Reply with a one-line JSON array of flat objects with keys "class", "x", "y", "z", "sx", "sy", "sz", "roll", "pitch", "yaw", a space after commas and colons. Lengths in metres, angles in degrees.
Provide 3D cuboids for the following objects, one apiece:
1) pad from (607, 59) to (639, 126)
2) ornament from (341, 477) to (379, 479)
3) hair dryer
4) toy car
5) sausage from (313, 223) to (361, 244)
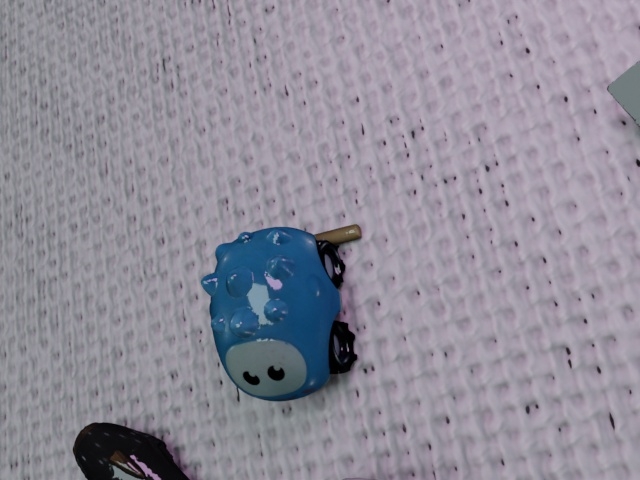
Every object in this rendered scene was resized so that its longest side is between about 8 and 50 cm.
[{"class": "pad", "x": 0.475, "y": -0.139, "z": 0.861, "sx": 0.164, "sy": 0.004, "sz": 0.243, "roll": -39, "pitch": 78, "yaw": 21}, {"class": "ornament", "x": 0.043, "y": 0.436, "z": 0.827, "sx": 0.337, "sy": 0.337, "sz": 0.336, "roll": -8, "pitch": 73, "yaw": 28}, {"class": "hair dryer", "x": -0.323, "y": 0.463, "z": 1.095, "sx": 0.304, "sy": 0.120, "sz": 0.359, "roll": 30, "pitch": 66, "yaw": 22}, {"class": "toy car", "x": -0.072, "y": 0.097, "z": 1.055, "sx": 0.189, "sy": 0.190, "sz": 0.255, "roll": -13, "pitch": 73, "yaw": 26}, {"class": "sausage", "x": 0.000, "y": 0.000, "z": 1.135, "sx": 0.132, "sy": 0.024, "sz": 0.024, "roll": -14, "pitch": 70, "yaw": 26}]
